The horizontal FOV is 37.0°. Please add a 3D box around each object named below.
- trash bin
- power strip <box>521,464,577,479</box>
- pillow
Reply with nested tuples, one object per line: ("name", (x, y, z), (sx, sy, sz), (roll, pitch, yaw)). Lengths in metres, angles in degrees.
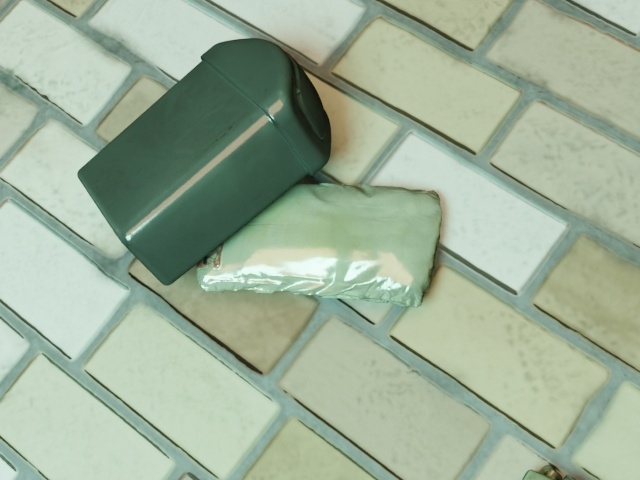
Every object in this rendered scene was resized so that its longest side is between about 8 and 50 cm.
("trash bin", (-0.105, -0.087, 0.926), (0.236, 0.101, 0.177), (-41, 43, -3))
("power strip", (0.137, 0.316, 0.772), (0.080, 0.048, 0.286), (30, 78, 21))
("pillow", (0.000, 0.000, 0.922), (0.229, 0.051, 0.128), (3, 59, 10))
